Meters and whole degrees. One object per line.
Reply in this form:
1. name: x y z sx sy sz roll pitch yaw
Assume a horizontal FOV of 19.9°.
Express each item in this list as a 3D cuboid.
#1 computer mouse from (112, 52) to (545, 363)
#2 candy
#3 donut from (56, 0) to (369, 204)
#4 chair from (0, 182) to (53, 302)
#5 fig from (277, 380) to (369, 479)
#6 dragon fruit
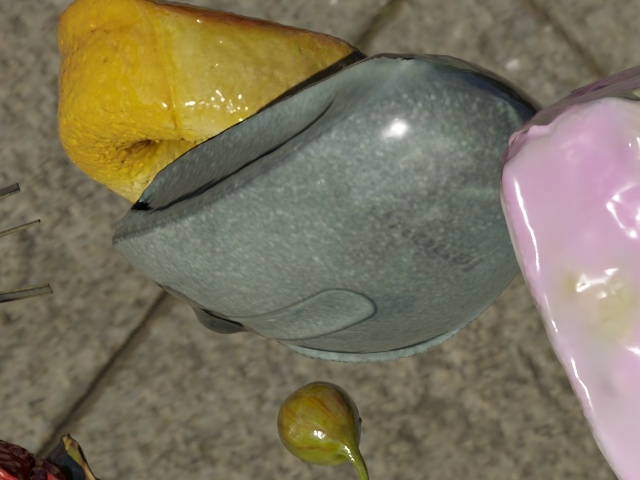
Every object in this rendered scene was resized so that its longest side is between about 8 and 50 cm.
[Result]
1. computer mouse: -0.002 0.002 1.161 0.203 0.374 0.114 23 59 -26
2. candy: 0.156 0.001 0.788 0.156 0.115 0.265 65 11 -2
3. donut: -0.080 -0.092 1.478 0.303 0.303 0.110 23 70 -25
4. chair: -0.346 0.023 1.567 0.221 0.095 0.104 -18 83 -10
5. fig: 0.008 0.172 1.654 0.082 0.098 0.084 -22 120 -30
6. dragon fruit: -0.175 0.138 0.995 0.106 0.162 0.083 -17 74 -21
